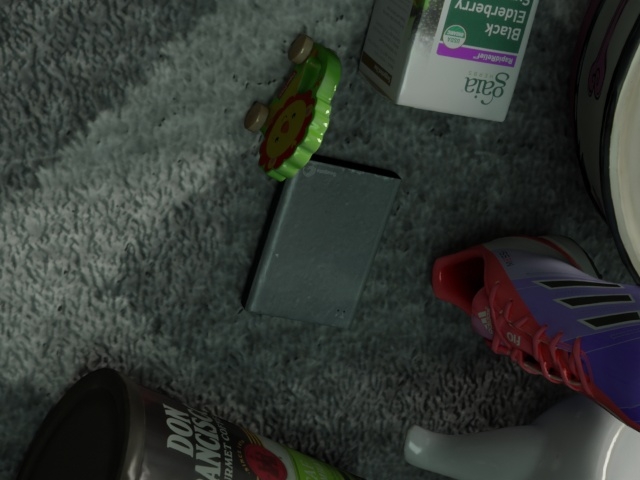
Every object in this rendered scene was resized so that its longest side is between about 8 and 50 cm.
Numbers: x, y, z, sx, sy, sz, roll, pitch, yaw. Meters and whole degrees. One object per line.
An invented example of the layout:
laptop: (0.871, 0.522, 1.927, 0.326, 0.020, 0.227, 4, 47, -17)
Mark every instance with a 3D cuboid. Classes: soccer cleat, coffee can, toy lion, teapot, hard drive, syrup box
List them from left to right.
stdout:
coffee can: (-0.086, 0.242, 1.243, 0.275, 0.201, 0.201, 26, 102, -27)
toy lion: (-0.016, -0.095, 1.179, 0.034, 0.096, 0.100, 28, 101, -26)
hard drive: (0.000, 0.000, 1.267, 0.094, 0.022, 0.135, 11, 108, -22)
syrup box: (0.110, -0.215, 1.170, 0.093, 0.096, 0.237, 7, 109, -21)
soccer cleat: (0.178, 0.068, 1.188, 0.116, 0.318, 0.109, -1, 105, -12)
teapot: (0.221, 0.242, 1.274, 0.252, 0.187, 0.256, -9, 82, -43)

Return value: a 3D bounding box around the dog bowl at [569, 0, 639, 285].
dog bowl: (0.381, -0.119, 1.270, 0.408, 0.150, 0.408, -7, 115, -16)
